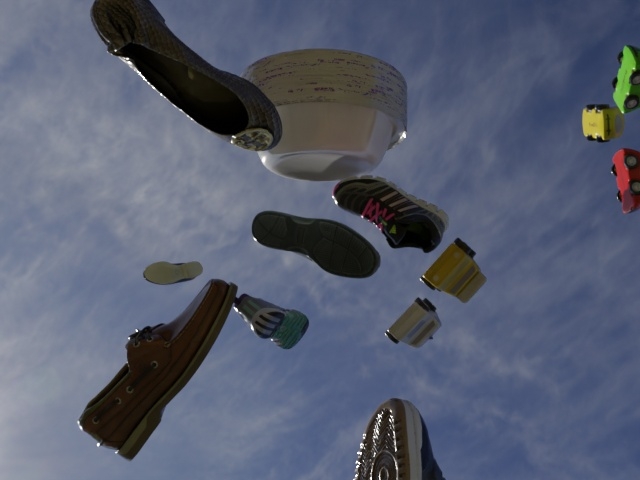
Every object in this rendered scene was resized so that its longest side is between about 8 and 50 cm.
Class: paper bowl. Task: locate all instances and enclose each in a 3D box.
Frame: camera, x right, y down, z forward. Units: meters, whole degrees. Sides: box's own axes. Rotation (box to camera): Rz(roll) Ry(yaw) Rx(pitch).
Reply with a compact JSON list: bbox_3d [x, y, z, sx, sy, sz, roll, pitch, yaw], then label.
[{"bbox_3d":[0.002,-0.189,1.229,0.284,0.284,0.148,-4,-103,14],"label":"paper bowl"}]

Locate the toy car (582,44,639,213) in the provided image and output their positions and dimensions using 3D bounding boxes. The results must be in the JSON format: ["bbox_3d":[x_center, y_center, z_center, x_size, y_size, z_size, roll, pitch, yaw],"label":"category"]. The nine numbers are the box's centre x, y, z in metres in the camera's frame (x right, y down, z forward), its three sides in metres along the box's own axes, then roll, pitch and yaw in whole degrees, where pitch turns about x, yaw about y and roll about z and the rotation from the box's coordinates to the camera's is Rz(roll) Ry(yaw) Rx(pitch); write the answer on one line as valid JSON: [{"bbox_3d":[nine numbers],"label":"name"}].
[{"bbox_3d":[0.469,-0.191,1.128,0.053,0.239,0.225,-6,-45,0],"label":"toy car"}]

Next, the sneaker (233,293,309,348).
[{"bbox_3d":[-0.096,0.148,1.464,0.098,0.224,0.083,37,-94,24],"label":"sneaker"}]

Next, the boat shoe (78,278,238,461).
[{"bbox_3d":[-0.238,0.173,1.086,0.104,0.111,0.307,34,-91,-9],"label":"boat shoe"}]

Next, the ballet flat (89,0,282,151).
[{"bbox_3d":[-0.132,-0.158,0.765,0.084,0.058,0.250,-25,-43,27],"label":"ballet flat"}]

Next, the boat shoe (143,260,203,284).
[{"bbox_3d":[-0.311,0.068,1.551,0.043,0.137,0.049,-19,-99,46],"label":"boat shoe"}]

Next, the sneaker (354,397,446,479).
[{"bbox_3d":[0.121,0.297,0.712,0.153,0.282,0.099,9,-24,-23],"label":"sneaker"}]

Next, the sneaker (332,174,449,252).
[{"bbox_3d":[0.096,-0.032,1.015,0.170,0.075,0.063,22,-52,-7],"label":"sneaker"}]

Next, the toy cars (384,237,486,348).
[{"bbox_3d":[0.229,0.123,1.442,0.087,0.176,0.394,44,-33,16],"label":"toy cars"}]

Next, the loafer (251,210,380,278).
[{"bbox_3d":[0.000,0.000,1.419,0.267,0.084,0.096,19,-82,22],"label":"loafer"}]
